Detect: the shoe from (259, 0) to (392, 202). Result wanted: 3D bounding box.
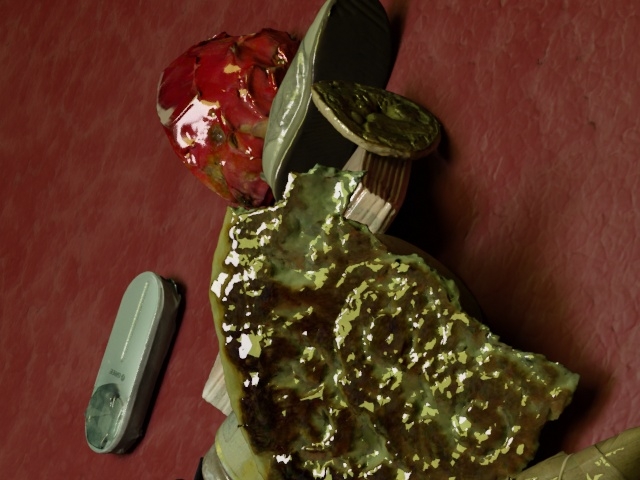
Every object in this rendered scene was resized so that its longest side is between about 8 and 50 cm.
[{"bbox_3d":[-0.002,-0.171,1.938,0.098,0.103,0.275,33,101,58],"label":"shoe"}]

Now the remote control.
[{"bbox_3d":[-0.248,0.162,2.148,0.104,0.052,0.247,17,88,56],"label":"remote control"}]

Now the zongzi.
[{"bbox_3d":[0.255,0.264,1.417,0.178,0.081,0.189,-28,58,31],"label":"zongzi"}]

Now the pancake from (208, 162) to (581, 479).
[{"bbox_3d":[0.046,0.132,1.584,0.427,0.067,0.305,44,106,12],"label":"pancake"}]

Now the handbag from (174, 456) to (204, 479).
[{"bbox_3d":[-0.198,0.419,1.855,0.325,0.118,0.269,-58,11,16],"label":"handbag"}]

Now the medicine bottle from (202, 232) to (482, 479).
[{"bbox_3d":[0.016,0.159,1.710,0.322,0.151,0.151,-53,38,23],"label":"medicine bottle"}]

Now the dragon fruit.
[{"bbox_3d":[-0.111,-0.170,2.060,0.163,0.189,0.261,106,157,-57],"label":"dragon fruit"}]

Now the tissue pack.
[{"bbox_3d":[-0.012,0.040,1.815,0.325,0.071,0.170,-54,6,24],"label":"tissue pack"}]

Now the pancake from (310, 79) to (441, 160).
[{"bbox_3d":[0.061,-0.135,1.799,0.158,0.158,0.028,58,134,48],"label":"pancake"}]
